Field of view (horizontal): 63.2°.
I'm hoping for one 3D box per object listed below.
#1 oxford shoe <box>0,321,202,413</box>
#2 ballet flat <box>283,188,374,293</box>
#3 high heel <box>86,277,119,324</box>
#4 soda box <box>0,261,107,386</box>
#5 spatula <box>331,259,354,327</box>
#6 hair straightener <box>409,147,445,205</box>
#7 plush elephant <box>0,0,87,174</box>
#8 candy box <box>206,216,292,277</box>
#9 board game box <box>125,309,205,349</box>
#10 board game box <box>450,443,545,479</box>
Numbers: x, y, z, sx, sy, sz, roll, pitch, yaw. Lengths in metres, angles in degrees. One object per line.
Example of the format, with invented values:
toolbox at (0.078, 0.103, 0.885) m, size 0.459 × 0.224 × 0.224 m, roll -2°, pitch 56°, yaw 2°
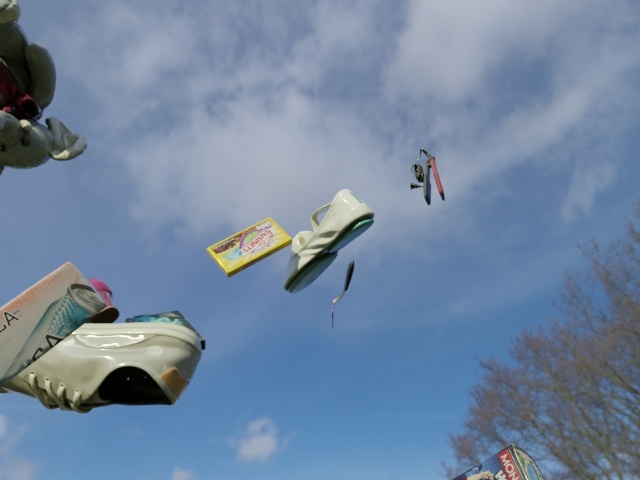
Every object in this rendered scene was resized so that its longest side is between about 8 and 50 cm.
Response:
oxford shoe at (-0.433, 0.233, 0.904) m, size 0.449 × 0.130 × 0.169 m, roll -4°, pitch -44°, yaw 5°
ballet flat at (0.000, 0.000, 1.441) m, size 0.139 × 0.139 × 0.400 m, roll 20°, pitch -43°, yaw -24°
high heel at (-0.748, 0.241, 1.426) m, size 0.377 × 0.181 × 0.127 m, roll -26°, pitch -49°, yaw -25°
soda box at (-0.309, 0.099, 0.518) m, size 0.063 × 0.183 × 0.058 m, roll 55°, pitch -20°, yaw -14°
spatula at (0.069, 0.177, 1.755) m, size 0.030 × 0.084 × 0.296 m, roll 13°, pitch -52°, yaw -10°
hair straightener at (0.283, -0.179, 1.439) m, size 0.089 × 0.230 × 0.047 m, roll -19°, pitch -47°, yaw 18°
plush elephant at (-0.640, -0.257, 1.052) m, size 0.271 × 0.255 × 0.330 m, roll -26°, pitch -17°, yaw -10°
candy box at (-0.188, 0.015, 1.389) m, size 0.206 × 0.105 × 0.027 m, roll -29°, pitch -31°, yaw -29°
board game box at (-0.348, 0.207, 1.160) m, size 0.126 × 0.186 × 0.026 m, roll -6°, pitch -73°, yaw -33°
board game box at (0.245, 0.358, 0.613) m, size 0.060 × 0.194 × 0.194 m, roll 26°, pitch -57°, yaw -31°
